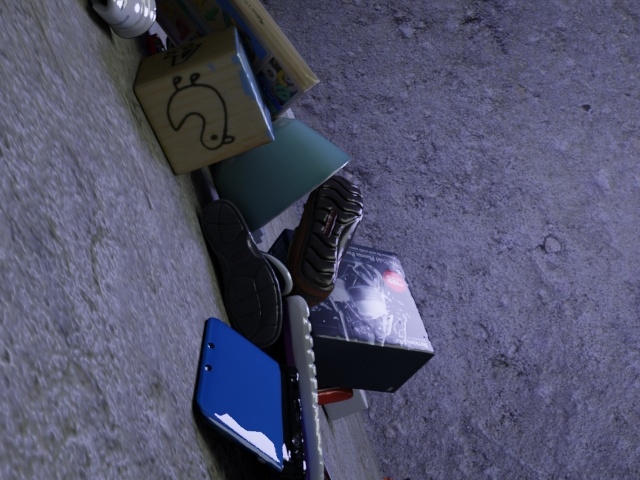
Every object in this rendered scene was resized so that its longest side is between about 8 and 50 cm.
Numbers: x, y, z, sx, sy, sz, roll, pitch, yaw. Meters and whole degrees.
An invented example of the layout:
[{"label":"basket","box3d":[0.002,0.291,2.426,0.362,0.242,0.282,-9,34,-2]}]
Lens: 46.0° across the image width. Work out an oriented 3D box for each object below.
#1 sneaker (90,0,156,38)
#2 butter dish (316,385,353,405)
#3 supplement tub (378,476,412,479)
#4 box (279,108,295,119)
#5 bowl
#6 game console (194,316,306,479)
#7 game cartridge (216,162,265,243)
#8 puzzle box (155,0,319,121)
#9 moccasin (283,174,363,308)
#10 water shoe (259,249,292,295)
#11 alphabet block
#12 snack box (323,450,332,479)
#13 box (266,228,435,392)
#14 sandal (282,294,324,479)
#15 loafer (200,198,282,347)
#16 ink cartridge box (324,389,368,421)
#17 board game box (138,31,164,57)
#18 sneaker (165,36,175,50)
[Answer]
[{"label":"sneaker","box3d":[-0.356,-0.488,1.238,0.129,0.111,0.297,-3,72,-80]},{"label":"butter dish","box3d":[-0.026,0.329,1.806,0.160,0.118,0.159,0,61,-41]},{"label":"supplement tub","box3d":[0.138,0.642,1.835,0.106,0.198,0.106,-20,90,-87]},{"label":"box","box3d":[-0.134,-0.242,1.919,0.345,0.168,0.214,37,34,-85]},{"label":"bowl","box3d":[-0.105,-0.146,1.606,0.163,0.312,0.311,53,5,-5]},{"label":"game console","box3d":[-0.119,0.299,1.175,0.293,0.174,0.250,-99,-160,-69]},{"label":"game cartridge","box3d":[-0.218,-0.157,1.958,0.198,0.062,0.297,58,12,-54]},{"label":"puzzle box","box3d":[-0.203,-0.421,1.541,0.409,0.052,0.272,52,-31,-6]},{"label":"moccasin","box3d":[0.003,0.001,1.650,0.139,0.147,0.380,26,47,-16]},{"label":"water shoe","box3d":[-0.107,0.052,1.538,0.203,0.080,0.072,28,-69,44]},{"label":"alphabet block","box3d":[-0.214,-0.266,1.417,0.193,0.197,0.192,-104,172,-61]},{"label":"snack box","box3d":[-0.009,0.498,1.795,0.064,0.022,0.178,-102,172,-70]},{"label":"box","box3d":[0.049,0.170,1.778,0.343,0.179,0.312,12,44,-31]},{"label":"sandal","box3d":[-0.059,0.315,1.438,0.169,0.102,0.416,109,-23,-73]},{"label":"loafer","box3d":[-0.145,0.065,1.465,0.095,0.109,0.302,74,-5,-77]},{"label":"ink cartridge box","box3d":[0.028,0.352,2.289,0.223,0.129,0.307,-102,172,-69]},{"label":"board game box","box3d":[-0.332,-0.383,1.578,0.133,0.033,0.168,-99,169,-70]},{"label":"sneaker","box3d":[-0.305,-0.390,1.748,0.078,0.067,0.188,-122,-165,-78]}]
